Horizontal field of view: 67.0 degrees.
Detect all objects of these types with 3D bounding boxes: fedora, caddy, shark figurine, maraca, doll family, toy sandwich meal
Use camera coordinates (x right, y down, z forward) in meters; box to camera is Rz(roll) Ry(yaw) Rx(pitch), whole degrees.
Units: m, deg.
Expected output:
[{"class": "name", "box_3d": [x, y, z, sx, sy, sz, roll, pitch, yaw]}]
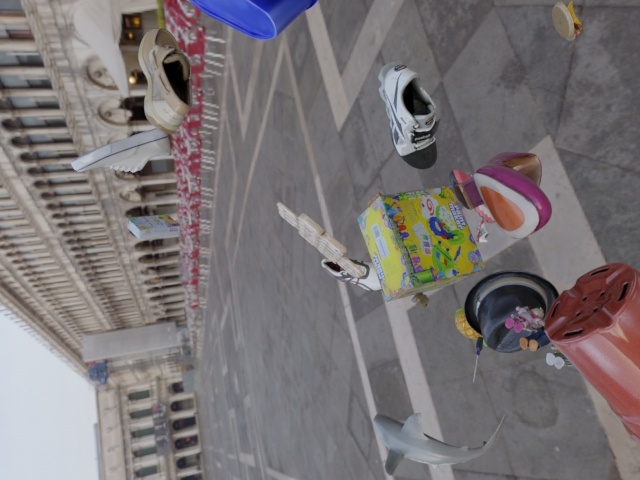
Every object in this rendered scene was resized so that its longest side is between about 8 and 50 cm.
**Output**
[{"class": "fedora", "box_3d": [0.635, 0.262, 1.607, 0.152, 0.334, 0.334, -67, -12, -49]}, {"class": "caddy", "box_3d": [-0.155, -0.582, 0.994, 0.341, 0.179, 0.241, 31, 159, 12]}, {"class": "shark figurine", "box_3d": [0.230, 0.399, 0.987, 0.166, 0.278, 0.116, -37, -55, -65]}, {"class": "maraca", "box_3d": [0.595, 0.330, 1.847, 0.185, 0.099, 0.127, 36, 140, 30]}, {"class": "doll family", "box_3d": [0.651, 0.280, 1.348, 0.263, 0.163, 0.118, 26, 120, 51]}, {"class": "toy sandwich meal", "box_3d": [0.512, -0.456, 1.000, 0.086, 0.029, 0.085, 61, -169, -20]}]

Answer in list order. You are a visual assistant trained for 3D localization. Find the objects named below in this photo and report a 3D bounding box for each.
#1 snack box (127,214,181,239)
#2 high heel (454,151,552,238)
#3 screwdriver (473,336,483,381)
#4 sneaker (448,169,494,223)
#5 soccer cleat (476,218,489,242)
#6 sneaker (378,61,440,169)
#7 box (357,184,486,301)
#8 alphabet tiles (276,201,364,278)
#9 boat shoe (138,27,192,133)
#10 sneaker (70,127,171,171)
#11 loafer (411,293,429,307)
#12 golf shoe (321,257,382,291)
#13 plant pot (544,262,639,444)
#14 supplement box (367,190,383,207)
[{"class": "snack box", "box_3d": [-0.543, -0.046, 1.581, 0.100, 0.141, 0.037, 32, 119, 40]}, {"class": "high heel", "box_3d": [0.362, -0.110, 0.848, 0.127, 0.181, 0.377, 61, -173, -12]}, {"class": "screwdriver", "box_3d": [0.565, 0.425, 1.739, 0.025, 0.024, 0.170, 97, -169, -57]}, {"class": "sneaker", "box_3d": [0.574, -0.183, 1.709, 0.136, 0.314, 0.116, -36, 43, 32]}, {"class": "soccer cleat", "box_3d": [0.501, -0.028, 1.479, 0.029, 0.035, 0.083, 70, -143, -53]}, {"class": "sneaker", "box_3d": [0.263, -0.321, 1.335, 0.330, 0.122, 0.146, 59, 174, -34]}, {"class": "box", "box_3d": [0.311, 0.007, 1.516, 0.177, 0.279, 0.290, -48, 56, 60]}, {"class": "alphabet tiles", "box_3d": [0.000, 0.000, 1.256, 0.278, 0.021, 0.284, 40, 173, 3]}, {"class": "boat shoe", "box_3d": [-0.367, -0.418, 1.200, 0.110, 0.121, 0.341, -33, 57, 29]}, {"class": "sneaker", "box_3d": [-0.512, -0.220, 1.273, 0.094, 0.258, 0.091, 15, 127, 57]}, {"class": "loafer", "box_3d": [0.382, 0.223, 1.826, 0.050, 0.056, 0.148, 38, -174, 21]}, {"class": "golf shoe", "box_3d": [0.130, 0.116, 1.728, 0.272, 0.120, 0.105, 7, 79, 31]}, {"class": "plant pot", "box_3d": [0.598, 0.201, 0.914, 0.265, 0.272, 0.272, 41, 159, -2]}, {"class": "supplement box", "box_3d": [0.257, -0.136, 2.113, 0.080, 0.078, 0.233, -42, 14, 20]}]
